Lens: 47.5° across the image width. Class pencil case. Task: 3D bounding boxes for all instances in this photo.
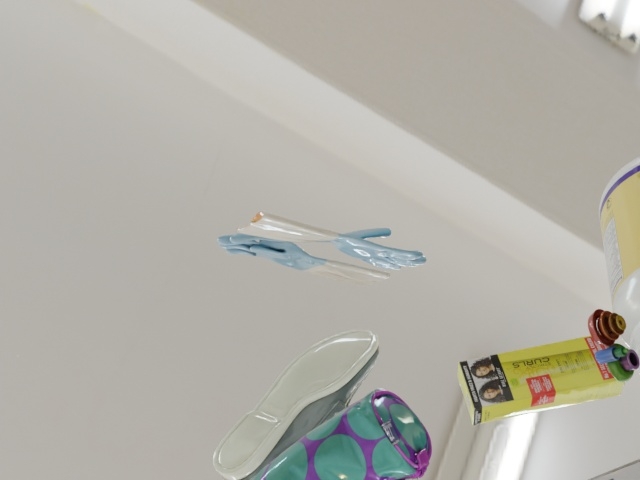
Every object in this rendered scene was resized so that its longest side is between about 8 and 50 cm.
[{"bbox_3d":[0.005,0.174,0.523,0.064,0.151,0.070,30,-155,-55],"label":"pencil case"}]

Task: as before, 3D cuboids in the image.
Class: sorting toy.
[{"bbox_3d":[0.382,0.134,0.930,0.061,0.042,0.102,-35,-86,-41],"label":"sorting toy"}]

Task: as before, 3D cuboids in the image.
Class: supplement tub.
[{"bbox_3d":[0.558,0.042,1.091,0.241,0.241,0.331,29,-136,-16],"label":"supplement tub"}]

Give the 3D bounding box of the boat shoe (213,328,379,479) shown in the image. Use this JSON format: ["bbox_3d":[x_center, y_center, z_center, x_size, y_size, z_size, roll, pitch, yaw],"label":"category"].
[{"bbox_3d":[-0.021,0.263,1.119,0.319,0.116,0.099,-41,-59,-23],"label":"boat shoe"}]

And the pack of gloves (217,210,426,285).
[{"bbox_3d":[0.000,0.000,0.890,0.232,0.195,0.046,15,-106,-24],"label":"pack of gloves"}]

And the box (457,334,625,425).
[{"bbox_3d":[0.332,0.210,1.105,0.232,0.058,0.087,-10,-130,-1],"label":"box"}]

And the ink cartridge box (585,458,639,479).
[{"bbox_3d":[0.403,0.434,0.887,0.117,0.201,0.278,-16,-51,-15],"label":"ink cartridge box"}]
